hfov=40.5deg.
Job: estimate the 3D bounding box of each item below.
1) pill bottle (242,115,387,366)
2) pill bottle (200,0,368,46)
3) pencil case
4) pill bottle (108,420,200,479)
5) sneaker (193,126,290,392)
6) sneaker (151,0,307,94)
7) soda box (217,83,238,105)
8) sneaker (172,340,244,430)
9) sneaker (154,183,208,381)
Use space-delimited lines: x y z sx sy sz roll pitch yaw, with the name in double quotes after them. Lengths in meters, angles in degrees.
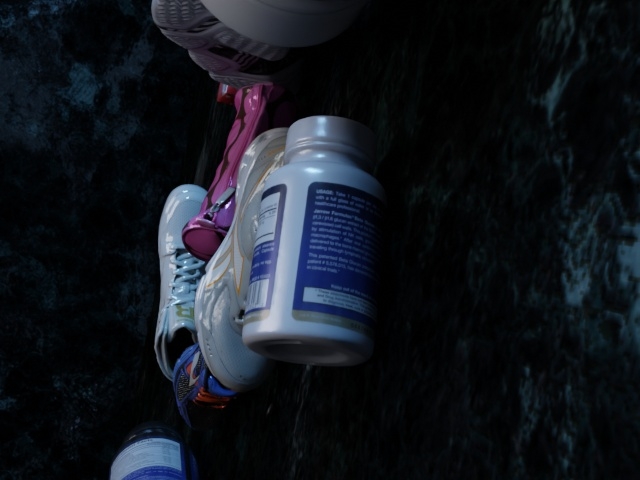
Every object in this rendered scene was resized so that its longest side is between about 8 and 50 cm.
0.000 0.000 0.632 0.094 0.094 0.169 138 142 -66 "pill bottle"
0.015 -0.297 0.589 0.361 0.204 0.204 134 145 -63 "pill bottle"
-0.081 -0.078 0.949 0.098 0.095 0.209 61 -142 -55 "pencil case"
-0.220 0.331 1.151 0.219 0.122 0.123 -127 50 -71 "pill bottle"
-0.051 0.022 0.817 0.121 0.099 0.262 -156 77 -71 "sneaker"
-0.072 -0.291 0.924 0.366 0.137 0.210 38 -116 -84 "sneaker"
-0.069 -0.309 1.159 0.092 0.083 0.263 -173 94 -76 "soda box"
-0.120 0.155 1.003 0.087 0.083 0.221 -102 25 -46 "sneaker"
-0.200 0.073 1.337 0.169 0.108 0.293 -120 34 -66 "sneaker"
